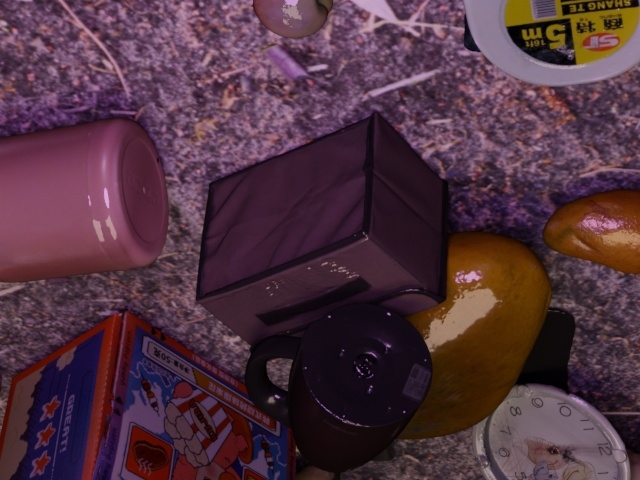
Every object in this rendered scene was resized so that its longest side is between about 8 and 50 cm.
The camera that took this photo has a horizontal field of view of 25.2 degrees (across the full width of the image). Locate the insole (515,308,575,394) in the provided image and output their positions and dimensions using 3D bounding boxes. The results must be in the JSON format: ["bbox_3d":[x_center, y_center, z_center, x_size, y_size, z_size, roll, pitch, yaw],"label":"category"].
[{"bbox_3d":[0.295,0.192,1.984,0.109,0.007,0.322,1,140,2],"label":"insole"}]

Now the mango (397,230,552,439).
[{"bbox_3d":[0.145,0.117,1.759,0.252,0.182,0.365,18,143,-21],"label":"mango"}]

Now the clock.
[{"bbox_3d":[0.326,0.294,2.007,0.236,0.053,0.237,14,121,25],"label":"clock"}]

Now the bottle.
[{"bbox_3d":[-0.340,-0.053,1.633,0.296,0.173,0.207,-7,108,17],"label":"bottle"}]

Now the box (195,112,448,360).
[{"bbox_3d":[0.000,0.000,1.646,0.252,0.188,0.153,-19,137,29],"label":"box"}]

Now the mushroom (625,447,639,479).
[{"bbox_3d":[0.513,0.373,2.044,0.260,0.234,0.254,34,-178,12],"label":"mushroom"}]

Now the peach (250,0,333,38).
[{"bbox_3d":[-0.029,-0.244,1.435,0.083,0.083,0.083,2,140,2],"label":"peach"}]

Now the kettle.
[{"bbox_3d":[0.010,0.178,1.627,0.202,0.144,0.232,20,150,0],"label":"kettle"}]

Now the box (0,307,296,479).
[{"bbox_3d":[-0.239,0.338,1.961,0.256,0.319,0.348,-29,129,34],"label":"box"}]

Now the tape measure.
[{"bbox_3d":[0.302,-0.261,1.367,0.351,0.098,0.215,-5,137,15],"label":"tape measure"}]

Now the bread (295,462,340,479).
[{"bbox_3d":[-0.089,0.455,2.182,0.262,0.204,0.163,-5,136,16],"label":"bread"}]

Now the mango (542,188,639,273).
[{"bbox_3d":[0.349,-0.014,1.675,0.165,0.089,0.115,14,149,-7],"label":"mango"}]
